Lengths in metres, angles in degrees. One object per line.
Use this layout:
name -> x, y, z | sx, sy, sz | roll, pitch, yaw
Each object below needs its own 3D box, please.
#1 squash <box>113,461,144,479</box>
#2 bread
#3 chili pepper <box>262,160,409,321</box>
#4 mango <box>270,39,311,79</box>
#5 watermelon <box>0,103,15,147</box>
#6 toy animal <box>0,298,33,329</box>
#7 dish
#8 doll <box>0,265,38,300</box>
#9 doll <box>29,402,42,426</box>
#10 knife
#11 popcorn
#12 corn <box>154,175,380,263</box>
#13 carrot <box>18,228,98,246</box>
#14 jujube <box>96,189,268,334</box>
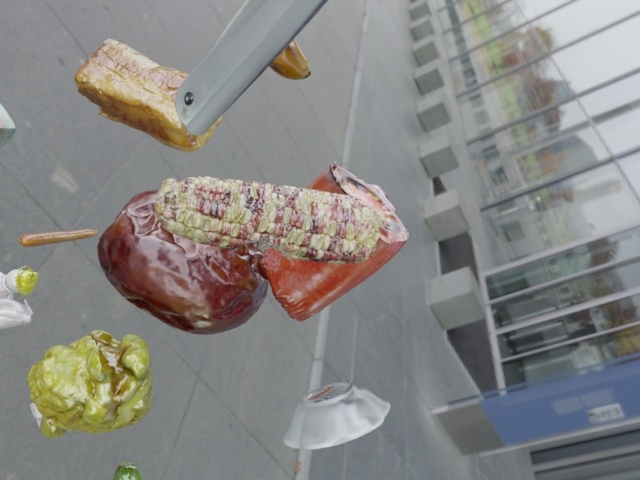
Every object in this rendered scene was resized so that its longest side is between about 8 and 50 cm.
squash -> -0.427, 0.630, 1.388 | 0.219, 0.077, 0.068 | 57, -21, 9
bread -> -0.420, -0.355, 1.460 | 0.195, 0.344, 0.148 | -58, 169, -27
chili pepper -> 0.000, 0.000, 1.233 | 0.229, 0.305, 0.251 | 19, 38, -58
mango -> -0.072, -0.372, 1.193 | 0.127, 0.077, 0.063 | 42, 54, -36
watermelon -> -0.993, -0.325, 1.589 | 0.262, 0.213, 0.201 | 42, 41, -19
toy animal -> -0.704, 0.091, 1.090 | 0.208, 0.154, 0.325 | -54, 134, -26
dish -> 0.024, 0.336, 1.185 | 0.229, 0.229, 0.081 | -22, 95, -69
doll -> -0.825, 0.118, 1.538 | 0.081, 0.207, 0.129 | -50, 121, -73
doll -> -0.674, 0.443, 1.646 | 0.252, 0.237, 0.111 | -7, 48, -30
knife -> -0.065, -0.213, 0.592 | 0.041, 0.265, 0.073 | -10, 63, -55
popcorn -> -0.495, 0.315, 1.280 | 0.235, 0.250, 0.241 | 43, -42, 50
corn -> -0.063, -0.025, 0.741 | 0.290, 0.098, 0.098 | 5, 56, -21
carrot -> -0.849, -0.012, 1.915 | 0.248, 0.043, 0.043 | -10, 77, -38
jujube -> -0.297, 0.056, 1.319 | 0.377, 0.276, 0.276 | 32, 33, -14
